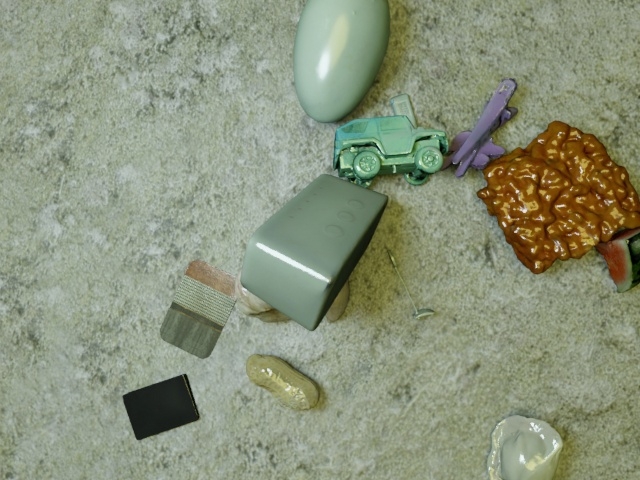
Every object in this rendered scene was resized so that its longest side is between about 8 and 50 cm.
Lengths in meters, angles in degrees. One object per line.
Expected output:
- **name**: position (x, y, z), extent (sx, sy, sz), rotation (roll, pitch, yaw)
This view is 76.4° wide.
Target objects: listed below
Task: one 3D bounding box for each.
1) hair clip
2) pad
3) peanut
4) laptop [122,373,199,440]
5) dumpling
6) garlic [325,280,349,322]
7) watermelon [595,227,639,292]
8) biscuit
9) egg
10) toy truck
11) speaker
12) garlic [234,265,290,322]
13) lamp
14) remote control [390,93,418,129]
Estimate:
- **hair clip**: position (0.418, -0.270, 1.035), extent (0.137, 0.090, 0.278), rotation (35, 92, 29)
- **pad**: position (-0.267, 0.222, 1.101), extent (0.323, 0.055, 0.250), rotation (24, 89, 24)
- **peanut**: position (-0.102, 0.369, 1.063), extent (0.214, 0.090, 0.098), rotation (34, 120, 8)
- **laptop**: position (-0.442, 0.462, 1.129), extent (0.197, 0.016, 0.135), rotation (-19, 86, 6)
- **dumpling**: position (0.483, 0.529, 0.988), extent (0.151, 0.124, 0.228), rotation (27, 100, 44)
- **garlic**: position (0.030, 0.120, 1.053), extent (0.087, 0.101, 0.195), rotation (-9, 90, -4)
- **watermelon**: position (0.763, 0.044, 0.985), extent (0.193, 0.137, 0.145), rotation (-18, 82, -38)
- **biscuit**: position (0.575, -0.112, 1.000), extent (0.312, 0.110, 0.318), rotation (-30, 80, 4)
- **egg**: position (0.047, -0.480, 1.019), extent (0.230, 0.230, 0.370), rotation (18, 94, 6)
- **toy truck**: position (0.170, -0.220, 1.022), extent (0.279, 0.155, 0.156), rotation (-5, 86, -1)
- **speaker**: position (0.000, 0.000, 0.922), extent (0.184, 0.406, 0.183), rotation (27, 126, 10)
- **garlic**: position (-0.119, 0.092, 1.042), extent (0.219, 0.218, 0.212), rotation (-8, 57, 5)
- **lamp**: position (0.231, 0.110, 1.061), extent (0.056, 0.050, 0.198), rotation (-24, 87, 7)
- **remote control**: position (0.228, -0.334, 1.099), extent (0.053, 0.018, 0.124), rotation (-17, 86, 3)
